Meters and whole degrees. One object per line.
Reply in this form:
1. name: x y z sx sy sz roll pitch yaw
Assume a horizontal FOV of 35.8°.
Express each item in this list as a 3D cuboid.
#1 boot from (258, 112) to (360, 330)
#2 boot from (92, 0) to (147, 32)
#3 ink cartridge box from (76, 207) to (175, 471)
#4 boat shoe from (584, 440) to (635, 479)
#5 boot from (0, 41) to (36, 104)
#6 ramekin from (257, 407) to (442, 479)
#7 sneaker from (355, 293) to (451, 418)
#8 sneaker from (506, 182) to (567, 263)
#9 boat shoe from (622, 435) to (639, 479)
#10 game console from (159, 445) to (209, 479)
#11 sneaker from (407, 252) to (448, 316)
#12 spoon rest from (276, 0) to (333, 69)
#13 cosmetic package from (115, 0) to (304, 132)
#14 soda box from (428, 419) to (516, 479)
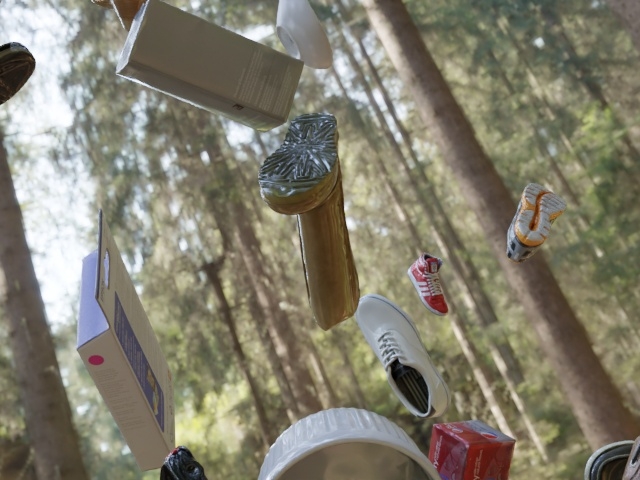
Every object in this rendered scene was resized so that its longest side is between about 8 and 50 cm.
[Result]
1. boot: 0.000 0.000 1.275 0.089 0.236 0.270 1 -60 15
2. boot: -0.356 -0.496 1.704 0.090 0.248 0.207 -18 -49 -19
3. ink cartridge box: -0.280 0.149 1.400 0.069 0.176 0.371 -11 -47 -1
4. boat shoe: 0.507 0.354 1.504 0.233 0.084 0.079 8 -1 -23
5. boot: -0.531 -0.258 1.416 0.236 0.179 0.085 -31 -25 10
6. ramekin: 0.026 0.276 1.047 0.207 0.207 0.109 -24 17 1
7. sneaker: 0.144 0.205 1.782 0.094 0.258 0.091 -41 -14 17
8. sneaker: 0.392 -0.035 1.840 0.215 0.084 0.083 -45 -17 -50
9. boat shoe: 0.404 0.271 1.124 0.110 0.104 0.307 26 -76 -8
10. game console: -0.067 0.443 1.040 0.060 0.386 0.342 -21 -35 -30
11. sneaker: 0.206 0.076 1.802 0.042 0.118 0.067 -8 -37 -37
12. spoon rest: -0.061 -0.412 1.693 0.084 0.276 0.137 -38 5 -13
13. cosmetic package: -0.157 -0.243 1.397 0.237 0.107 0.127 17 -5 -17
14. soda box: 0.201 0.397 1.425 0.092 0.083 0.264 1 -78 -32
